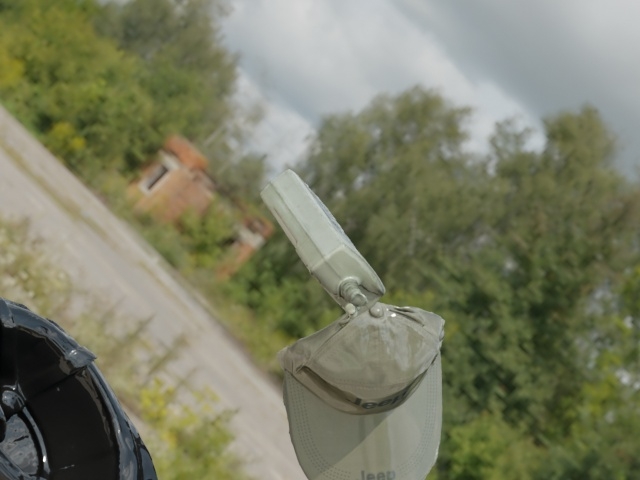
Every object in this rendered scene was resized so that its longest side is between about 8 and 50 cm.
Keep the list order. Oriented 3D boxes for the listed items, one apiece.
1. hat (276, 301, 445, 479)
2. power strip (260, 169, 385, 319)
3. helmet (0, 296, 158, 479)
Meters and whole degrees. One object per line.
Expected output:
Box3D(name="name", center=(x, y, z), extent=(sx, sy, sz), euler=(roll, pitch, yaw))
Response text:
Box3D(name="hat", center=(0.070, 0.197, 1.647), extent=(0.149, 0.214, 0.244), euler=(145, -66, -79))
Box3D(name="power strip", center=(0.000, 0.000, 0.863), extent=(0.047, 0.030, 0.191), euler=(48, 3, -27))
Box3D(name="helmet", center=(-0.288, 0.192, 1.240), extent=(0.279, 0.160, 0.230), euler=(52, 18, -26))
